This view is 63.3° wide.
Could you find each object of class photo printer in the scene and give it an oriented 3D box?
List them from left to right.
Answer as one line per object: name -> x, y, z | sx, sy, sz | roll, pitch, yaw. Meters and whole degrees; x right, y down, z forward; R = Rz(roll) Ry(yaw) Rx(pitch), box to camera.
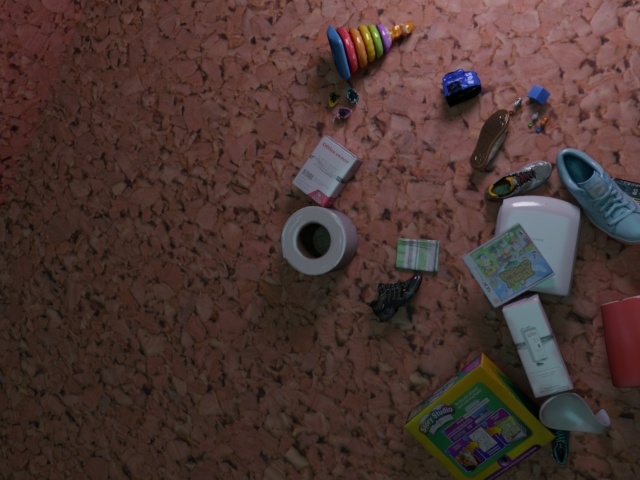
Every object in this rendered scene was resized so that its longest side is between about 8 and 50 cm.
photo printer -> 0.693, 0.010, 1.676 | 0.256, 0.107, 0.307 | 9, 94, 19

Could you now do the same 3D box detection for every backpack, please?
backpack -> 0.476, -0.525, 1.749 | 0.120, 0.098, 0.101 | -15, 82, 20

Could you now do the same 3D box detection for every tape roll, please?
tape roll -> 0.000, 0.000, 1.885 | 0.246, 0.169, 0.246 | 1, 92, 20

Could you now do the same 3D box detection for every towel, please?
towel -> 0.344, 0.051, 1.843 | 0.152, 0.023, 0.113 | 5, 92, 19

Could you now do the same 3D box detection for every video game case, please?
video game case -> 0.590, 0.080, 1.646 | 0.212, 0.023, 0.193 | -35, 79, 19

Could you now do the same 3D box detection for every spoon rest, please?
spoon rest -> 0.785, 0.533, 1.584 | 0.276, 0.084, 0.137 | 20, 109, -22

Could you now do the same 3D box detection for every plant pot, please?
plant pot -> 0.964, 0.283, 1.518 | 0.275, 0.275, 0.243 | -16, 74, 19

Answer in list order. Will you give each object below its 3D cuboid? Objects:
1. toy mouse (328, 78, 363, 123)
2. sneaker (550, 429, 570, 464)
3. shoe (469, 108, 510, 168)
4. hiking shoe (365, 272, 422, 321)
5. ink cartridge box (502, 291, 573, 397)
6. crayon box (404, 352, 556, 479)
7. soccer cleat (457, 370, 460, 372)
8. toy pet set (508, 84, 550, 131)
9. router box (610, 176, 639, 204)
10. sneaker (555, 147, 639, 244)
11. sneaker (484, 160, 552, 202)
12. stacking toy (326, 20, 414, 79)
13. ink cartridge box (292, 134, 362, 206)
toy mouse -> 0.099, -0.502, 1.915 | 0.143, 0.031, 0.161 | 16, 96, 19
sneaker -> 0.777, 0.644, 1.674 | 0.065, 0.076, 0.166 | -4, 90, 18
shoe -> 0.571, -0.337, 1.746 | 0.077, 0.058, 0.219 | 32, 98, 36
hiking shoe -> 0.260, 0.183, 1.841 | 0.114, 0.086, 0.227 | 44, 105, 10
ink cartridge box -> 0.679, 0.319, 1.634 | 0.117, 0.207, 0.282 | -22, 83, 20
crayon box -> 0.514, 0.603, 1.706 | 0.313, 0.106, 0.363 | 45, 114, 7
soccer cleat -> 0.536, 0.515, 1.772 | 0.179, 0.060, 0.072 | 38, 127, 11
toy pet set -> 0.696, -0.437, 1.690 | 0.122, 0.065, 0.114 | 37, 102, 15
router box -> 0.949, -0.141, 1.621 | 0.123, 0.038, 0.092 | 17, 97, 18
sneaker -> 0.836, -0.134, 1.565 | 0.135, 0.150, 0.366 | -48, 62, 24
sneaker -> 0.649, -0.189, 1.696 | 0.225, 0.093, 0.088 | -29, 82, 17
stacking toy -> 0.187, -0.704, 1.833 | 0.302, 0.165, 0.175 | -20, 42, 2
ink cartridge box -> 0.025, -0.254, 1.913 | 0.159, 0.092, 0.218 | 39, 104, 15
